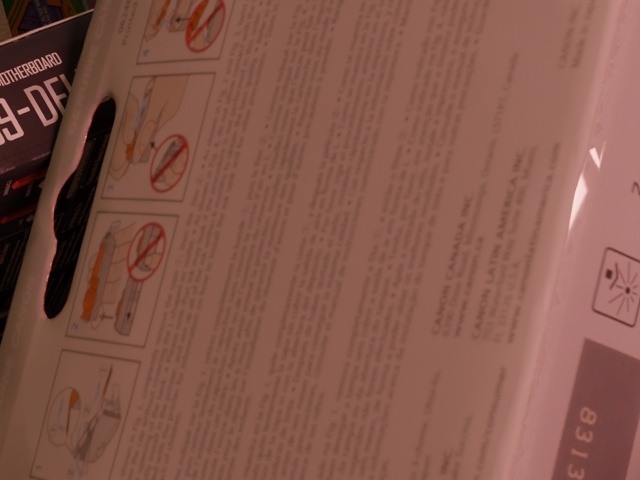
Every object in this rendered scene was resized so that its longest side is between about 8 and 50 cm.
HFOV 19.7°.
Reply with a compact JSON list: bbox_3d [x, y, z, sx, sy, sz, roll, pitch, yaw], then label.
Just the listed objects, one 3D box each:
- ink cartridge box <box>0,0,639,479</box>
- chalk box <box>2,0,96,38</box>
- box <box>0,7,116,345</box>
[{"bbox_3d":[0.000,0.000,0.844,0.091,0.308,0.385,21,-11,-38],"label":"ink cartridge box"},{"bbox_3d":[-0.132,-0.161,1.582,0.180,0.179,0.289,-22,20,-22],"label":"chalk box"},{"bbox_3d":[-0.200,-0.014,1.116,0.242,0.076,0.307,-25,-15,-28],"label":"box"}]
